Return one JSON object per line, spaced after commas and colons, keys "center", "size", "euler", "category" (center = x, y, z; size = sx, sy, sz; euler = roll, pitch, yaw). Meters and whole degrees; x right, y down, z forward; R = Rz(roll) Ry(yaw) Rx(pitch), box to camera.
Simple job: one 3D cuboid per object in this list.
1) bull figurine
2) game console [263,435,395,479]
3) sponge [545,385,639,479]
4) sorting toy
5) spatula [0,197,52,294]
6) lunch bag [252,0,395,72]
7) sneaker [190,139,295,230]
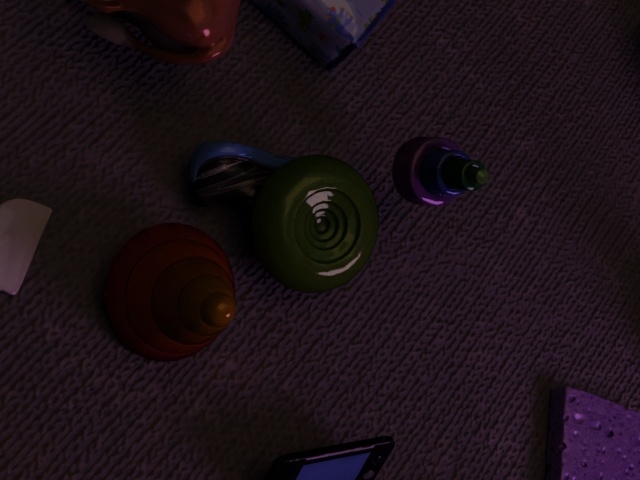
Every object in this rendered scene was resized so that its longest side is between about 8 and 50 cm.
{"center": [-0.126, -0.296, 1.019], "size": [0.188, 0.101, 0.310], "euler": [10, 58, 0], "category": "bull figurine"}
{"center": [0.010, 0.234, 0.960], "size": [0.122, 0.107, 0.071], "euler": [-4, 47, -31], "category": "game console"}
{"center": [0.280, 0.265, 1.126], "size": [0.117, 0.031, 0.210], "euler": [21, 64, -22], "category": "sponge"}
{"center": [0.000, 0.000, 0.953], "size": [0.365, 0.126, 0.127], "euler": [-26, 106, -23], "category": "sorting toy"}
{"center": [-0.330, 0.040, 0.864], "size": [0.168, 0.019, 0.242], "euler": [30, 61, -24], "category": "spatula"}
{"center": [0.016, -0.271, 1.121], "size": [0.129, 0.096, 0.151], "euler": [41, 68, -11], "category": "lunch bag"}
{"center": [-0.038, -0.040, 1.038], "size": [0.188, 0.067, 0.078], "euler": [13, 88, -28], "category": "sneaker"}
